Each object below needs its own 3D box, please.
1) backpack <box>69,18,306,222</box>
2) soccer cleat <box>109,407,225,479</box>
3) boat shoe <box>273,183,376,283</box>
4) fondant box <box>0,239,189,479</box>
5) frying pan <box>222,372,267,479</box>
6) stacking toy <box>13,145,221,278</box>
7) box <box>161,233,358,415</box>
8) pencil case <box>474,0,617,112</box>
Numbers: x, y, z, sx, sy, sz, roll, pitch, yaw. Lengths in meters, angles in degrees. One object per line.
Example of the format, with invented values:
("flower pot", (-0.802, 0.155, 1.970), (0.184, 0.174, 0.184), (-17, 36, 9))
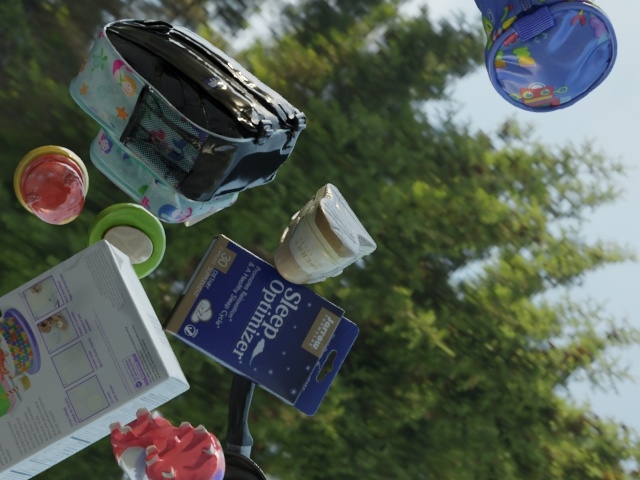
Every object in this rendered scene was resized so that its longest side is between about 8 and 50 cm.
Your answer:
("backpack", (-0.175, -0.153, 1.660), (0.253, 0.225, 0.191), (43, -64, 11))
("soccer cleat", (-0.153, 0.242, 1.432), (0.083, 0.095, 0.248), (-29, -163, -22))
("boat shoe", (0.000, 0.000, 1.773), (0.098, 0.109, 0.302), (-36, -179, 9))
("fondant box", (-0.392, 0.185, 1.995), (0.330, 0.096, 0.238), (-29, -109, 4))
("frying pan", (-0.134, 0.301, 1.741), (0.197, 0.053, 0.326), (-19, -115, 30))
("stacking toy", (-0.307, -0.082, 2.203), (0.309, 0.279, 0.130), (-38, -165, -4))
("box", (-0.066, 0.108, 1.689), (0.136, 0.225, 0.036), (-61, -164, -13))
("pencil case", (0.183, -0.262, 1.300), (0.119, 0.133, 0.306), (-30, -135, 18))
